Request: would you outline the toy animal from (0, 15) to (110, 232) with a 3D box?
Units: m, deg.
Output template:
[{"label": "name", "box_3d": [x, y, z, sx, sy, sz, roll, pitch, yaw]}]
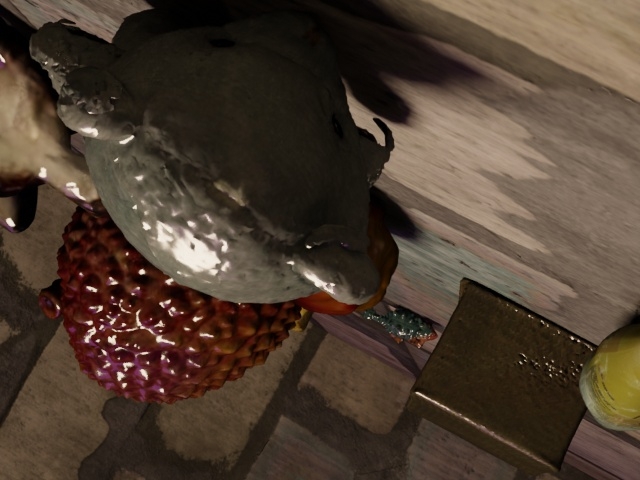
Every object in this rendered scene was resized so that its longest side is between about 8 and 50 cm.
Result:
[{"label": "toy animal", "box_3d": [-0.359, -0.128, 1.429, 0.302, 0.194, 0.344, 37, 177, -14]}]

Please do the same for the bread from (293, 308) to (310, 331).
[{"label": "bread", "box_3d": [-0.077, 0.048, 1.898, 0.184, 0.114, 0.275, 32, 172, 5]}]

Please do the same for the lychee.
[{"label": "lychee", "box_3d": [-0.175, 0.052, 1.527, 0.330, 0.306, 0.306, -5, 173, -2]}]

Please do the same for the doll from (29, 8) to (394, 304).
[{"label": "doll", "box_3d": [-0.059, -0.092, 0.790, 0.245, 0.158, 0.340, 26, -157, -14]}]

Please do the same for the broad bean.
[{"label": "broad bean", "box_3d": [-0.003, 0.002, 1.202, 0.156, 0.122, 0.228, 25, 169, 16]}]

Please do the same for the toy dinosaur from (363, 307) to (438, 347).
[{"label": "toy dinosaur", "box_3d": [0.121, 0.128, 1.898, 0.154, 0.049, 0.055, 14, 167, 47]}]

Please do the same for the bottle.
[{"label": "bottle", "box_3d": [0.265, 0.104, 1.019, 0.083, 0.083, 0.270, 28, 168, 9]}]

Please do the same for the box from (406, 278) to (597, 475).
[{"label": "box", "box_3d": [0.206, 0.162, 1.428, 0.184, 0.143, 0.273, 28, 172, 9]}]
